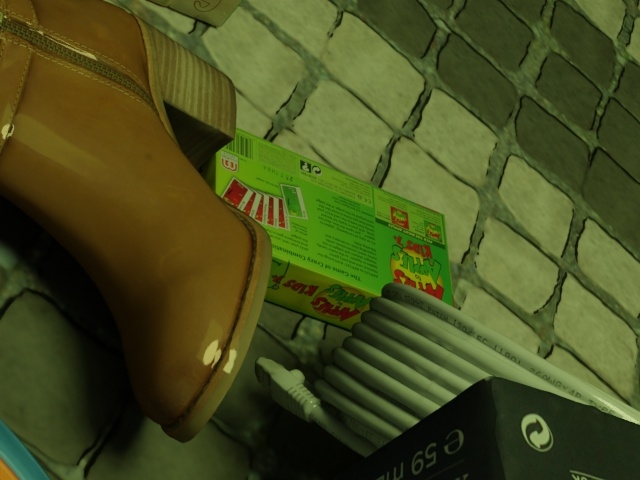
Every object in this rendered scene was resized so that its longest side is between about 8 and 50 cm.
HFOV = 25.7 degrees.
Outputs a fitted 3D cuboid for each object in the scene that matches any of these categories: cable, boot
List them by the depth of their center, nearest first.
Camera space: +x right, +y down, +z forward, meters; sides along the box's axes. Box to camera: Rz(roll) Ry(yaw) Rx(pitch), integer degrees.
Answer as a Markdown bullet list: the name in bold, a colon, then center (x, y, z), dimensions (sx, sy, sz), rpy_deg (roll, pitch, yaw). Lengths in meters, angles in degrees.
- **boot**: center (-0.142, -0.039, 0.738), dimensions (0.220, 0.109, 0.283), rpy_deg (23, 45, -30)
- **cable**: center (0.120, 0.119, 0.766), dimensions (0.257, 0.257, 0.089), rpy_deg (34, 83, -43)

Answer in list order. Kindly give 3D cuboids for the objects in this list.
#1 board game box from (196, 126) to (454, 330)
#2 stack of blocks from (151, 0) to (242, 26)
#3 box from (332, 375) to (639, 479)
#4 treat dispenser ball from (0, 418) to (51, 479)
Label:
- **board game box**: center (0.000, 0.000, 0.892), dimensions (0.181, 0.043, 0.092), rpy_deg (21, 47, -28)
- **stack of blocks**: center (-0.173, -0.279, 0.927), dimensions (0.297, 0.087, 0.171), rpy_deg (19, 48, -30)
- **box**: center (0.049, 0.258, 0.532), dimensions (0.182, 0.296, 0.294), rpy_deg (20, 47, -30)
- **treat dispenser ball**: center (-0.200, 0.153, 0.402), dimensions (0.288, 0.288, 0.288), rpy_deg (23, 46, -26)
